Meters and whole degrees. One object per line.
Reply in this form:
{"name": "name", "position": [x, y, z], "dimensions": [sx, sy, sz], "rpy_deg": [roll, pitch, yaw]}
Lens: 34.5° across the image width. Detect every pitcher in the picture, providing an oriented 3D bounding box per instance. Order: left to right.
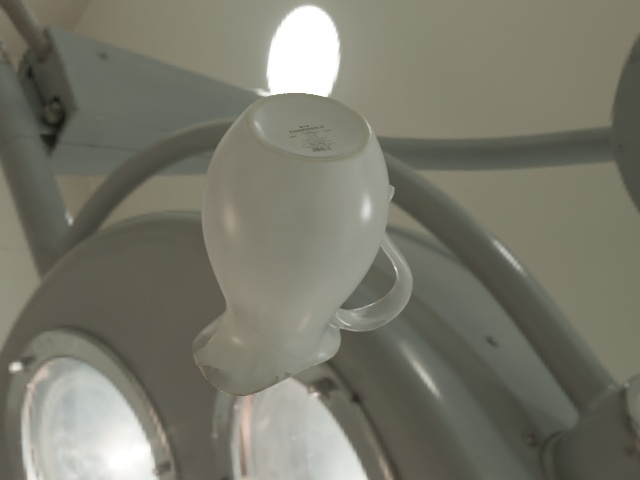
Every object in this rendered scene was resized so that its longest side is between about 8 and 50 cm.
{"name": "pitcher", "position": [0.000, 0.000, 0.732], "dimensions": [0.125, 0.177, 0.207], "rpy_deg": [51, -36, 39]}
